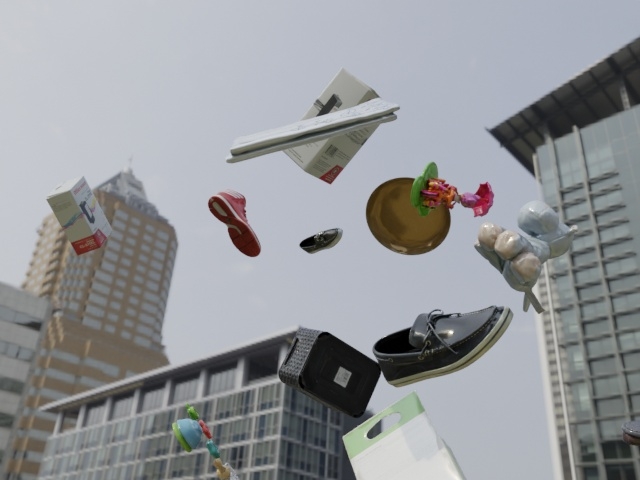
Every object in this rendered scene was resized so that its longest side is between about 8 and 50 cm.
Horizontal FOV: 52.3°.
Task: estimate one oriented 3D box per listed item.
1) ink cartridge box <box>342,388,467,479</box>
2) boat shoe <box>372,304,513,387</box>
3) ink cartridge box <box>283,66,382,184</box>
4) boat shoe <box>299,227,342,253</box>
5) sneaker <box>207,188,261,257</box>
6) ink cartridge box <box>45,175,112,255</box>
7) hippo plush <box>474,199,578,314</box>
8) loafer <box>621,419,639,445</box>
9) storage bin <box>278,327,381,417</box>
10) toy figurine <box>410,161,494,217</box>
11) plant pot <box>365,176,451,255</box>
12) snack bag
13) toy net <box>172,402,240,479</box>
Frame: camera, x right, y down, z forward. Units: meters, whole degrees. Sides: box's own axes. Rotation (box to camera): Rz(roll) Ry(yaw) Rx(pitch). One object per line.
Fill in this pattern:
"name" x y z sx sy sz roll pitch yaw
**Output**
"ink cartridge box" 0.143 0.388 1.110 0.171 0.235 0.056 -35 -62 6
"boat shoe" 0.341 0.293 1.921 0.156 0.187 0.500 50 -46 -7
"ink cartridge box" 0.044 -0.305 1.766 0.273 0.114 0.197 -49 -20 10
"boat shoe" 0.000 0.000 1.718 0.040 0.049 0.142 23 -35 -36
"sneaker" -0.231 -0.064 1.961 0.087 0.128 0.221 -26 -77 32
"ink cartridge box" -0.642 -0.069 1.742 0.072 0.127 0.175 -18 -67 6
"hippo plush" 0.603 0.017 1.807 0.236 0.294 0.234 -39 -1 -5
"loafer" 0.882 0.501 1.592 0.302 0.095 0.109 3 8 -7
"storage bin" 0.021 0.269 1.327 0.180 0.122 0.084 35 -19 -26
"toy figurine" 0.305 -0.102 1.457 0.159 0.130 0.173 12 12 26
"plant pot" 0.242 -0.070 1.791 0.236 0.032 0.237 9 -60 16
"snack bag" -0.025 -0.226 1.295 0.322 0.342 0.037 -16 -76 0
"toy net" -0.228 0.453 1.357 0.045 0.232 0.122 -33 11 -9
